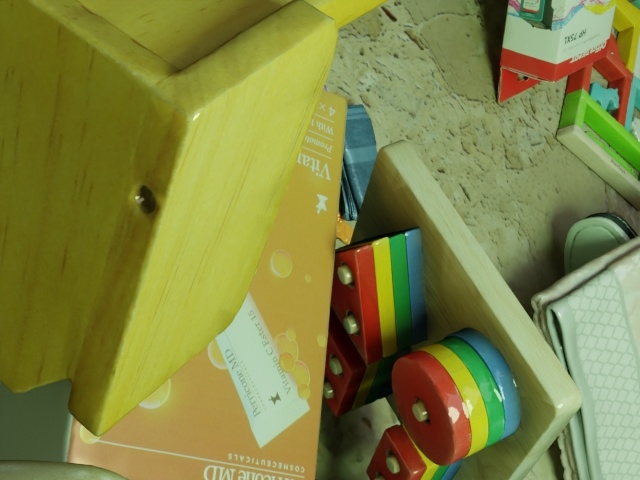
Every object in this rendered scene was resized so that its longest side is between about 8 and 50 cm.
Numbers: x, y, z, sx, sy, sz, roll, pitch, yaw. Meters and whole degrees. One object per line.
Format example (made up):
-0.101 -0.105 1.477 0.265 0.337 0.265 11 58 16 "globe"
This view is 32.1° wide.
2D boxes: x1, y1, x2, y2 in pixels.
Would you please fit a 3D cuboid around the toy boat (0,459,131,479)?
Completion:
-0.196 0.231 0.671 0.267 0.318 0.148 54 38 -52 "toy boat"

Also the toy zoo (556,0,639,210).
0.407 -0.210 1.495 0.192 0.030 0.293 34 59 -31 "toy zoo"

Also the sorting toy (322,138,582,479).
0.070 0.098 0.927 0.089 0.255 0.257 -20 62 -22 "sorting toy"

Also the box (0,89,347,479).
-0.122 0.030 0.866 0.215 0.168 0.345 19 68 -38 "box"

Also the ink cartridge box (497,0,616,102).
0.281 -0.272 1.291 0.134 0.078 0.231 -29 133 -42 "ink cartridge box"

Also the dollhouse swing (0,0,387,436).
-0.131 -0.129 0.749 0.347 0.315 0.305 35 34 21 "dollhouse swing"

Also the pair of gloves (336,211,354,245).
0.000 0.000 1.091 0.074 0.010 0.083 40 57 -28 "pair of gloves"

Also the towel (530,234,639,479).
0.396 0.148 1.271 0.317 0.053 0.332 -25 112 -24 "towel"

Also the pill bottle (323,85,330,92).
-0.033 -0.146 1.074 0.083 0.043 0.043 22 66 -36 "pill bottle"

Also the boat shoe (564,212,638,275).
0.385 0.085 1.356 0.091 0.114 0.302 -43 121 -39 "boat shoe"

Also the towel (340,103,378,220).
0.037 -0.078 1.128 0.067 0.029 0.119 -12 85 -54 "towel"
